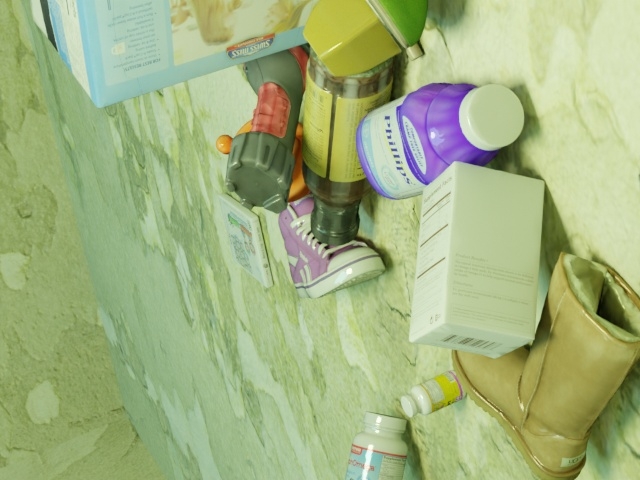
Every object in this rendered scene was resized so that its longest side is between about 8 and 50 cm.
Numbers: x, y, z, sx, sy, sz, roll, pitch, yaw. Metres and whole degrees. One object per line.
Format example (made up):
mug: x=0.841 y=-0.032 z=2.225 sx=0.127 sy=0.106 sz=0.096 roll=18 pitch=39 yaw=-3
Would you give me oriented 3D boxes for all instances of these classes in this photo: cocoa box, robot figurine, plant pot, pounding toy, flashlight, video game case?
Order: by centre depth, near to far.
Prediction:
pounding toy: x=0.087 y=-0.309 z=1.353 sx=0.183 sy=0.110 sz=0.237 roll=55 pitch=-173 yaw=6
plant pot: x=0.029 y=-0.240 z=1.441 sx=0.081 sy=0.083 sz=0.081 roll=59 pitch=-171 yaw=31
cocoa box: x=-0.179 y=-0.360 z=1.578 sx=0.228 sy=0.347 sz=0.231 roll=51 pitch=153 yaw=38
flashlight: x=-0.071 y=-0.174 z=1.634 sx=0.304 sy=0.103 sz=0.103 roll=-80 pitch=-5 yaw=-48
robot figurine: x=-0.061 y=-0.114 z=1.792 sx=0.219 sy=0.158 sz=0.128 roll=-4 pitch=-105 yaw=-86
video game case: x=-0.139 y=-0.002 z=2.299 sx=0.157 sy=0.019 sz=0.143 roll=34 pitch=141 yaw=57

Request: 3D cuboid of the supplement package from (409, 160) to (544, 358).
supplement package: x=0.166 y=0.022 z=1.320 sx=0.105 sy=0.105 sz=0.179 roll=134 pitch=146 yaw=-67

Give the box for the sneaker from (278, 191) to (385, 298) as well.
sneaker: x=-0.001 y=0.000 z=1.842 sx=0.282 sy=0.102 sz=0.161 roll=-13 pitch=94 yaw=70

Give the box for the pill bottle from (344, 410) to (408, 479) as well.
pill bottle: x=0.085 y=0.346 z=1.897 sx=0.087 sy=0.087 sz=0.160 roll=177 pitch=106 yaw=-69

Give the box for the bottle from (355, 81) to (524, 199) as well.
bottle: x=0.132 y=-0.116 z=1.396 sx=0.118 sy=0.092 sz=0.283 roll=69 pitch=160 yaw=-4

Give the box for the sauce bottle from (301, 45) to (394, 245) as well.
sauce bottle: x=0.027 y=-0.126 z=1.625 sx=0.111 sy=0.111 sz=0.344 roll=56 pitch=155 yaw=31

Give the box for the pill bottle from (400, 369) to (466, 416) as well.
pill bottle: x=0.152 y=0.209 z=1.676 sx=0.043 sy=0.083 sz=0.043 roll=52 pitch=154 yaw=39

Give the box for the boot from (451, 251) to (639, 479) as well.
boot: x=0.247 y=0.109 z=1.354 sx=0.236 sy=0.089 sz=0.269 roll=51 pitch=150 yaw=33
